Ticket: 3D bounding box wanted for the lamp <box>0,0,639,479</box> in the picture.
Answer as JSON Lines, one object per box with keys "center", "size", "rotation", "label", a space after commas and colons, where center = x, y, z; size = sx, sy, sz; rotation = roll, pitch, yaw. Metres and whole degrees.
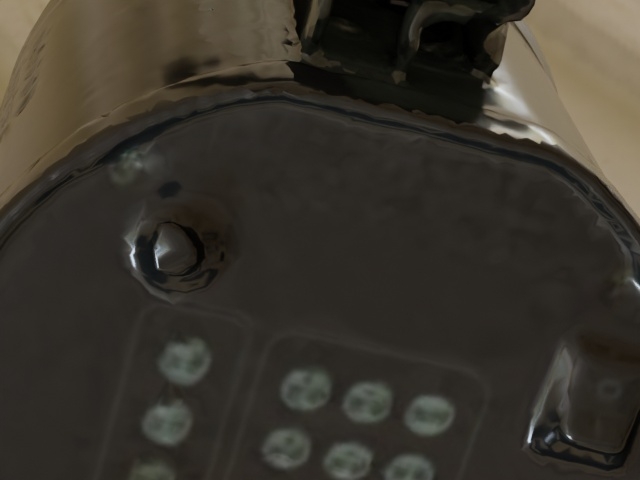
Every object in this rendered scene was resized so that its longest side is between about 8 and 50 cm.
{"center": [-0.011, 0.020, 0.545], "size": [0.205, 0.272, 0.374], "rotation": [13, -86, -9], "label": "lamp"}
